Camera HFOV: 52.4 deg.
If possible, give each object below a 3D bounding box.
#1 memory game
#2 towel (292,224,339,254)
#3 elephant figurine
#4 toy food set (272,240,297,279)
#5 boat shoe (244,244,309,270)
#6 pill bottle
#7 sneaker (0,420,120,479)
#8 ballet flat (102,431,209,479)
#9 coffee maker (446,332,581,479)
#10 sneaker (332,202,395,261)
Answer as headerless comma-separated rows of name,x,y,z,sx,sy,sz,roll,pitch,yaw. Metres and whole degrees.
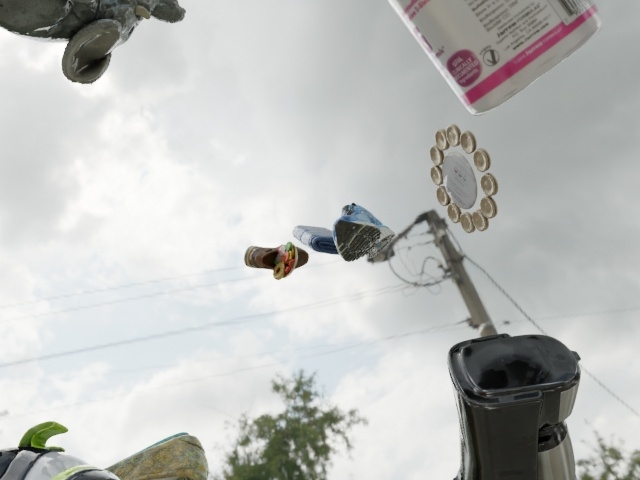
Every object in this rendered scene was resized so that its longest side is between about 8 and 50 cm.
memory game,0.232,-0.099,1.063,0.012,0.186,0.186,-18,-39,-19
towel,0.000,0.000,1.015,0.067,0.119,0.029,7,-82,-19
elephant figurine,-0.300,-0.285,0.818,0.186,0.169,0.239,-1,-16,9
toy food set,-0.077,0.043,1.425,0.020,0.082,0.083,16,-30,-31
boat shoe,-0.090,0.044,1.492,0.178,0.060,0.064,2,-83,-44
pill bottle,0.145,-0.287,0.676,0.160,0.160,0.283,-36,-87,22
sneaker,-0.172,0.201,0.299,0.097,0.234,0.084,17,-25,28
ballet flat,-0.341,0.415,1.018,0.349,0.123,0.123,-18,-39,-20
coffee maker,0.178,0.199,0.657,0.171,0.120,0.178,-22,-62,-19
sneaker,0.045,-0.016,0.894,0.063,0.073,0.162,-46,-16,12
